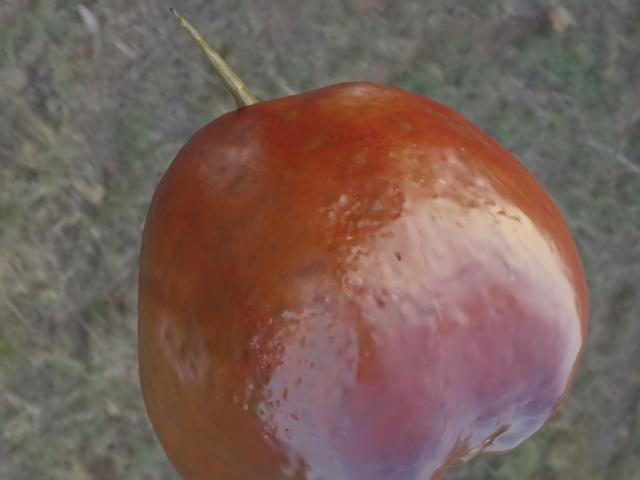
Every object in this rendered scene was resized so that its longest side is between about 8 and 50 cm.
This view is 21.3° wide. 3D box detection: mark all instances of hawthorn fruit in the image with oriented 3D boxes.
[{"bbox_3d":[0.012,0.011,0.450,0.125,0.125,0.140,12,81,-47],"label":"hawthorn fruit"}]
